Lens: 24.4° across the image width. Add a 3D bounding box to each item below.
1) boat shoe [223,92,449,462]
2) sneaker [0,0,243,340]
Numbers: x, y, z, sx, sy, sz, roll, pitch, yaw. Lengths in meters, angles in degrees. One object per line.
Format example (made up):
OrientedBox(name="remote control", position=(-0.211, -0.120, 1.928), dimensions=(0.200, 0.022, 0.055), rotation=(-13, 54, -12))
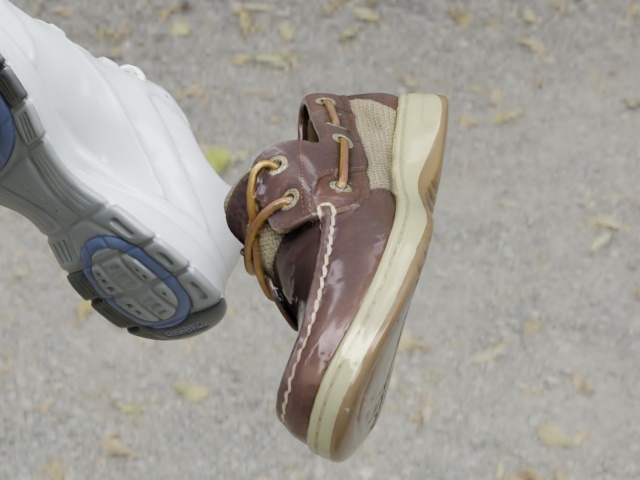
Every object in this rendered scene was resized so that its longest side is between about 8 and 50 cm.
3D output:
OrientedBox(name="boat shoe", position=(0.000, 0.000, 0.883), dimensions=(0.123, 0.123, 0.342), rotation=(14, 35, 2))
OrientedBox(name="sneaker", position=(-0.160, -0.070, 0.932), dimensions=(0.297, 0.111, 0.129), rotation=(48, 41, -21))
